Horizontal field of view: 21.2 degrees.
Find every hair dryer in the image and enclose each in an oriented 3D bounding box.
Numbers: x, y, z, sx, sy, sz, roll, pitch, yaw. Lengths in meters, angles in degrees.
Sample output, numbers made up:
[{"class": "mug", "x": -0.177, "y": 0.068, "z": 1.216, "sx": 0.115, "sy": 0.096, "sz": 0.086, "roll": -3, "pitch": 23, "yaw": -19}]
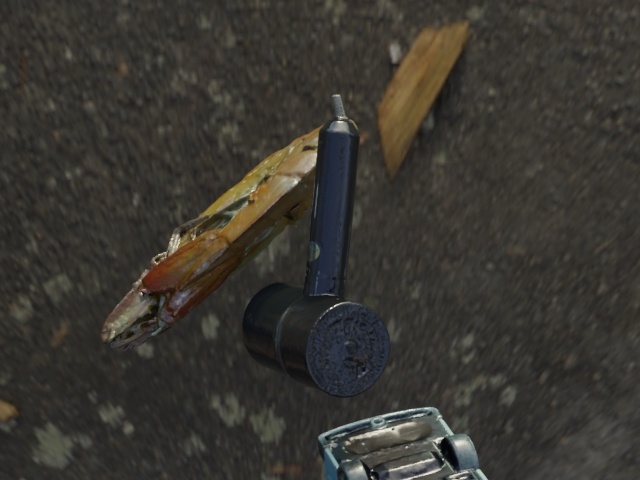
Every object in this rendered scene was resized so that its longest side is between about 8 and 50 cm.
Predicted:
[{"class": "hair dryer", "x": 0.000, "y": 0.000, "z": 1.276, "sx": 0.071, "sy": 0.124, "sz": 0.219, "roll": 2, "pitch": 98, "yaw": -28}]

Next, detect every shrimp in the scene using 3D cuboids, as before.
[{"class": "shrimp", "x": -0.071, "y": -0.003, "z": 1.367, "sx": 0.267, "sy": 0.145, "sz": 0.061, "roll": -38, "pitch": 98, "yaw": -1}]

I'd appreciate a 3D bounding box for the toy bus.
[{"class": "toy bus", "x": 0.099, "y": 0.282, "z": 1.535, "sx": 0.133, "sy": 0.271, "sz": 0.165, "roll": -12, "pitch": 118, "yaw": -14}]
